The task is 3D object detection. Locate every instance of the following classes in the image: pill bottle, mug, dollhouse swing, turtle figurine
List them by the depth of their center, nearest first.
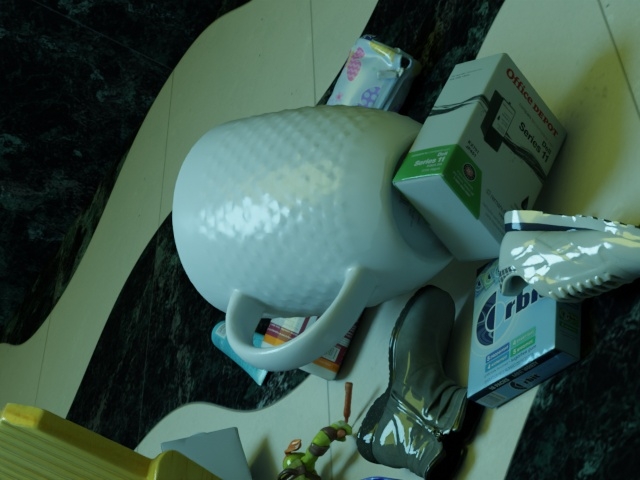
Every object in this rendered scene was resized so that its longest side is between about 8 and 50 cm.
[{"bbox_3d":[0.000,0.000,1.792,0.328,0.276,0.374,-5,52,43],"label":"mug"},{"bbox_3d":[-0.317,0.411,1.823,0.347,0.305,0.315,-33,48,57],"label":"dollhouse swing"},{"bbox_3d":[-0.016,0.333,1.877,0.269,0.087,0.217,-61,22,16],"label":"turtle figurine"},{"bbox_3d":[0.007,0.084,2.054,0.221,0.121,0.121,-66,21,-5],"label":"pill bottle"}]

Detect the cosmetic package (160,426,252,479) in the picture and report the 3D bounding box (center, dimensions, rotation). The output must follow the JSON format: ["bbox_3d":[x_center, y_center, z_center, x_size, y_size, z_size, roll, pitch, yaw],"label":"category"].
[{"bbox_3d":[-0.159,0.383,2.077,0.238,0.127,0.107,-116,17,-68],"label":"cosmetic package"}]

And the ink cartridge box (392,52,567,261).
[{"bbox_3d":[0.197,-0.102,1.700,0.087,0.153,0.208,-9,44,47],"label":"ink cartridge box"}]

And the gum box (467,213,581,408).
[{"bbox_3d":[0.238,0.083,1.625,0.157,0.041,0.184,-40,33,46],"label":"gum box"}]

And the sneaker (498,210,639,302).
[{"bbox_3d":[0.288,0.024,1.497,0.235,0.090,0.095,4,78,52],"label":"sneaker"}]

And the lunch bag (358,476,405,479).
[{"bbox_3d":[0.021,0.377,1.507,0.303,0.115,0.243,-35,19,-31],"label":"lunch bag"}]

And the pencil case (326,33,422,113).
[{"bbox_3d":[0.062,-0.186,2.237,0.124,0.113,0.273,27,92,49],"label":"pencil case"}]

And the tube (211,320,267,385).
[{"bbox_3d":[-0.125,0.181,2.366,0.207,0.052,0.080,22,92,64],"label":"tube"}]

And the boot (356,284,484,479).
[{"bbox_3d":[0.149,0.178,1.715,0.161,0.083,0.246,4,70,54],"label":"boot"}]
